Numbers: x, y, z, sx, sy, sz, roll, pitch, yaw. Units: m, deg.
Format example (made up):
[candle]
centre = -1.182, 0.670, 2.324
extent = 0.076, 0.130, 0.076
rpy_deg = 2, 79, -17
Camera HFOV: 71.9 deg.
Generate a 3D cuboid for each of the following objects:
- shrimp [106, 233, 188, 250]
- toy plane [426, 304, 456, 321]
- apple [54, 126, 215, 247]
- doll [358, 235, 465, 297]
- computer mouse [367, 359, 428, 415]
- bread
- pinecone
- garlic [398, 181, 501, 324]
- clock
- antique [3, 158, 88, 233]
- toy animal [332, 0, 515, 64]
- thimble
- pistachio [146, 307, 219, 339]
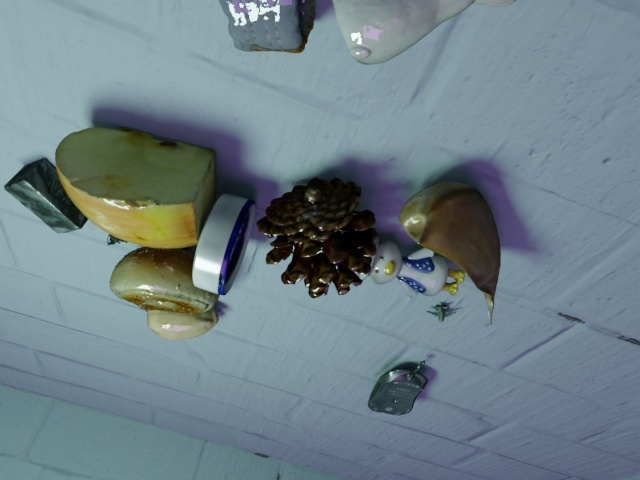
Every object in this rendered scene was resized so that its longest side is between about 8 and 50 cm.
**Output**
[shrimp]
centre = -0.468, -0.006, 1.201
extent = 0.198, 0.051, 0.262
rpy_deg = 38, 129, -27
[toy plane]
centre = 0.342, 0.205, 1.249
extent = 0.080, 0.033, 0.083
rpy_deg = -2, 143, 15
[apple]
centre = -0.389, -0.115, 0.953
extent = 0.309, 0.252, 0.314
rpy_deg = 8, 177, -4
[doll]
centre = 0.201, 0.065, 1.067
extent = 0.293, 0.119, 0.138
rpy_deg = 17, 112, -5
[computer mouse]
centre = 0.283, 0.505, 1.557
extent = 0.167, 0.090, 0.379
rpy_deg = 14, 132, -10
[bread]
centre = -0.416, 0.108, 1.203
extent = 0.305, 0.159, 0.305
rpy_deg = 3, 161, 1
[pinecone]
centre = 0.004, 0.006, 0.941
extent = 0.264, 0.264, 0.264
rpy_deg = 7, 138, 6
[garlic]
centre = 0.288, 0.012, 0.936
extent = 0.151, 0.196, 0.338
rpy_deg = -8, 139, 44
[clock]
centre = -0.221, 0.008, 1.019
extent = 0.083, 0.230, 0.230
rpy_deg = 15, 138, -1
[antique]
centre = -0.674, -0.104, 1.114
extent = 0.086, 0.088, 0.183
rpy_deg = -11, 134, 24
[toy animal]
centre = 0.150, -0.358, 0.617
extent = 0.282, 0.138, 0.140
rpy_deg = -29, 136, 9
[thimble]
centre = -0.074, -0.361, 0.655
extent = 0.118, 0.127, 0.151
rpy_deg = 7, 137, 8
[pistachio]
centre = -0.441, 0.241, 1.407
extent = 0.229, 0.157, 0.157
rpy_deg = 8, 139, -4
